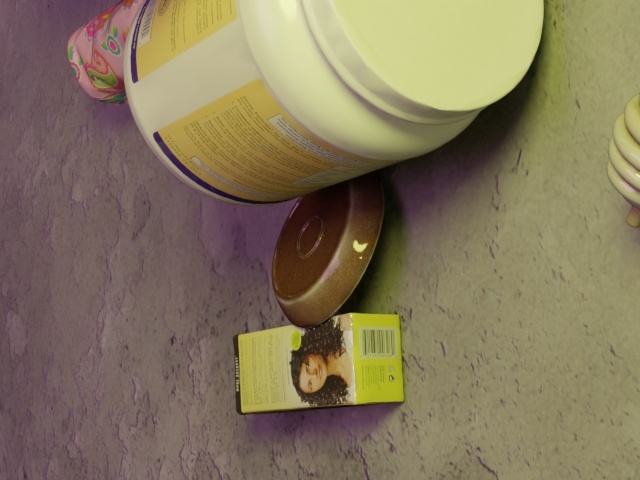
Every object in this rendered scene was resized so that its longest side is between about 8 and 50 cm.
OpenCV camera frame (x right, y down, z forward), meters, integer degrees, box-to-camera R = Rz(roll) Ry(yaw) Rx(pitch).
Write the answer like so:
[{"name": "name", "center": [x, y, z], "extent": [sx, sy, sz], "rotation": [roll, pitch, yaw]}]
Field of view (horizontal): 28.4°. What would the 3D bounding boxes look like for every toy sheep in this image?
[{"name": "toy sheep", "center": [0.232, -0.058, 0.831], "extent": [0.091, 0.091, 0.132], "rotation": [59, 141, 42]}]

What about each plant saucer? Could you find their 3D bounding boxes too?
[{"name": "plant saucer", "center": [0.000, 0.000, 1.204], "extent": [0.168, 0.029, 0.168], "rotation": [-42, 34, 37]}]

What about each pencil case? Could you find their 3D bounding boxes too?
[{"name": "pencil case", "center": [-0.207, -0.248, 1.529], "extent": [0.284, 0.124, 0.124], "rotation": [-17, 74, 57]}]

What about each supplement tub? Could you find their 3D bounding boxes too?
[{"name": "supplement tub", "center": [0.001, -0.169, 1.061], "extent": [0.331, 0.241, 0.241], "rotation": [-15, 76, 57]}]

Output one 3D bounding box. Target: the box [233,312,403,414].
[{"name": "box", "center": [-0.008, 0.124, 1.237], "extent": [0.232, 0.058, 0.087], "rotation": [-19, 72, 57]}]
